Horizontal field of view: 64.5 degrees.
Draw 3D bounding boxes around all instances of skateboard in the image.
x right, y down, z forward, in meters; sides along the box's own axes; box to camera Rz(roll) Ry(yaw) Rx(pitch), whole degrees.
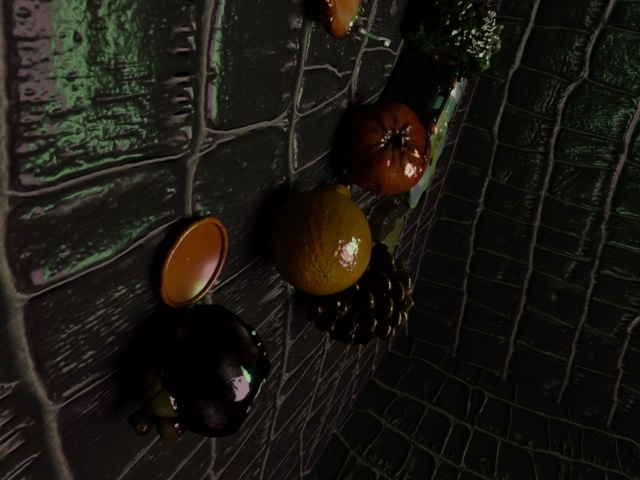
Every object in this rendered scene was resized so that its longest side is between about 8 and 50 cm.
[{"bbox_3d":[0.065,-0.143,1.607,0.080,0.067,0.152,-56,165,-57],"label":"skateboard"}]

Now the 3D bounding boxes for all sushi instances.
[{"bbox_3d":[0.446,-0.674,1.685,0.178,0.293,0.352,-65,162,5],"label":"sushi"}]

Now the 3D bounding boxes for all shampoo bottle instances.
[{"bbox_3d":[0.517,-0.641,2.110,0.350,0.151,0.222,-67,162,0],"label":"shampoo bottle"}]

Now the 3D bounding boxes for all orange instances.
[{"bbox_3d":[0.000,0.000,1.273,0.274,0.274,0.274,-52,155,-37],"label":"orange"}]

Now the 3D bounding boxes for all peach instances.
[{"bbox_3d":[0.038,-0.121,1.482,0.101,0.100,0.101,-52,155,-37],"label":"peach"}]

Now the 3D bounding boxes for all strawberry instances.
[{"bbox_3d":[0.032,-0.512,1.080,0.192,0.085,0.141,-39,154,-44],"label":"strawberry"}]

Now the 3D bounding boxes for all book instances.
[{"bbox_3d":[0.308,0.054,2.466,0.239,0.035,0.353,-2,113,-67],"label":"book"}]

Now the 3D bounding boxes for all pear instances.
[{"bbox_3d":[0.348,-0.335,1.965,0.399,0.165,0.399,-53,155,-37],"label":"pear"}]

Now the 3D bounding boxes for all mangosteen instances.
[{"bbox_3d":[-0.233,0.274,0.999,0.288,0.233,0.287,-56,-172,12],"label":"mangosteen"}]

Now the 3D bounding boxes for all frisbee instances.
[{"bbox_3d":[-0.251,0.041,0.993,0.192,0.035,0.192,-52,155,-37],"label":"frisbee"}]

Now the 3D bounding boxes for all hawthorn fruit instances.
[{"bbox_3d":[0.197,-0.265,1.544,0.307,0.275,0.276,36,77,-84],"label":"hawthorn fruit"}]

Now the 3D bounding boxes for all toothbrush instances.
[{"bbox_3d":[0.154,-0.574,1.431,0.257,0.018,0.024,-26,141,-63],"label":"toothbrush"}]

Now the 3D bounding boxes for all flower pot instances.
[{"bbox_3d":[0.262,-0.079,2.131,0.251,0.084,0.179,-37,143,-55],"label":"flower pot"}]

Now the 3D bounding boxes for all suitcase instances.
[{"bbox_3d":[0.314,-0.472,1.673,0.286,0.206,0.066,-63,165,-12],"label":"suitcase"}]

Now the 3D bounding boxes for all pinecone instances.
[{"bbox_3d":[0.100,0.173,1.670,0.384,0.384,0.385,-52,155,-37],"label":"pinecone"}]
